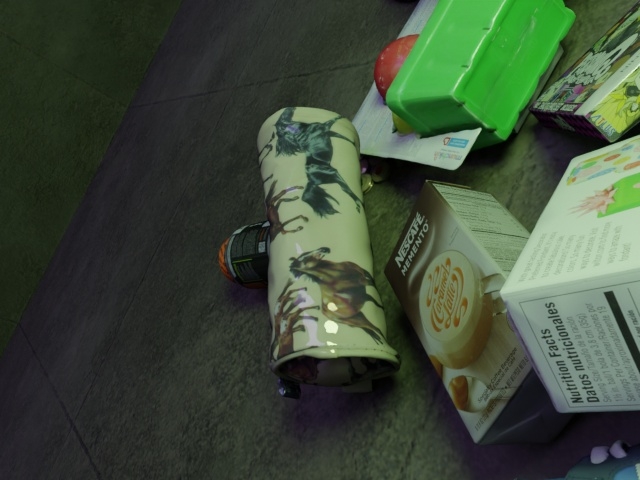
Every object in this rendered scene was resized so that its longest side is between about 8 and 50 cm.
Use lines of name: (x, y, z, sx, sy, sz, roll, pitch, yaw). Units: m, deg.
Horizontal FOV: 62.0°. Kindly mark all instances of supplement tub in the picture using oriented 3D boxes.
supplement tub: (-0.086, 0.023, 0.917, 0.190, 0.117, 0.117, -10, 59, 46)

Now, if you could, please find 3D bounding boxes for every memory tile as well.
memory tile: (0.069, -0.139, 0.928, 0.113, 0.012, 0.148, -33, 45, 33)

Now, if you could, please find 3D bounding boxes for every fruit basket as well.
fruit basket: (0.181, -0.257, 0.794, 0.327, 0.165, 0.353, -61, 21, -1)

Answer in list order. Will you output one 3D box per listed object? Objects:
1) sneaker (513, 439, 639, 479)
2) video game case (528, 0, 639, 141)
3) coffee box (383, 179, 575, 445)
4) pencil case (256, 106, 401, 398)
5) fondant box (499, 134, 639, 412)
sneaker: (0.272, 0.137, 0.326, 0.236, 0.130, 0.323, -55, 19, -23)
video game case: (0.325, -0.194, 0.534, 0.210, 0.042, 0.232, -45, 4, 18)
coffee box: (0.170, 0.063, 0.553, 0.246, 0.098, 0.141, -113, 37, -51)
pencil case: (0.000, 0.000, 0.736, 0.160, 0.183, 0.410, -7, 58, -1)
fondant box: (0.300, -0.024, 0.298, 0.330, 0.096, 0.238, -18, 15, 41)
